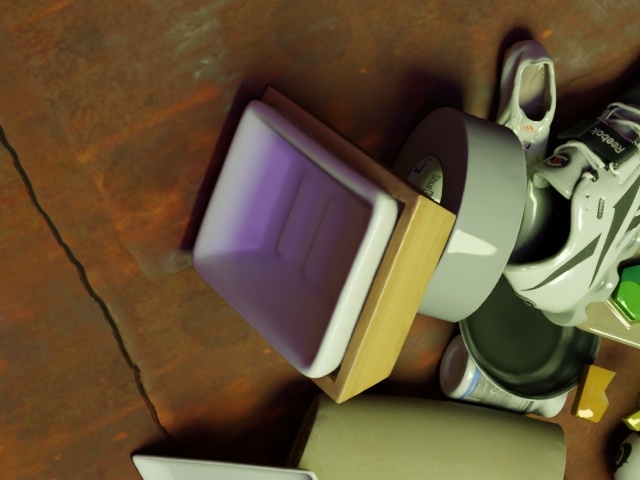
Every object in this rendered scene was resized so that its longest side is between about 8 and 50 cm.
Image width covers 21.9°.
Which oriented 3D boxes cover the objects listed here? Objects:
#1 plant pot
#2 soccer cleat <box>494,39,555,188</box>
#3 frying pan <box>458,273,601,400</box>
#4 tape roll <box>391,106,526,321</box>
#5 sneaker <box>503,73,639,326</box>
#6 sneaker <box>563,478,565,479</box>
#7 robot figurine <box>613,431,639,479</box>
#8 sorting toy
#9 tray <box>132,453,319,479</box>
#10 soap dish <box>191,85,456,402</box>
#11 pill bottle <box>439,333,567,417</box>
[{"bbox_3d":[0.102,0.281,1.884,0.274,0.256,0.257,21,106,-4],"label":"plant pot"},{"bbox_3d":[0.223,-0.122,1.813,0.068,0.076,0.196,-5,114,-12],"label":"soccer cleat"},{"bbox_3d":[0.281,0.053,1.911,0.326,0.053,0.197,-35,97,-29],"label":"frying pan"},{"bbox_3d":[0.133,-0.027,1.751,0.072,0.219,0.219,16,108,-19],"label":"tape roll"},{"bbox_3d":[0.307,-0.074,1.792,0.146,0.122,0.331,32,87,-43],"label":"sneaker"},{"bbox_3d":[0.254,0.382,2.036,0.087,0.083,0.221,11,113,-26],"label":"sneaker"},{"bbox_3d":[0.485,0.251,1.989,0.278,0.173,0.209,-37,113,3],"label":"robot figurine"},{"bbox_3d":[0.402,0.075,1.888,0.229,0.041,0.307,19,84,-13],"label":"sorting toy"},{"bbox_3d":[-0.081,0.295,1.851,0.030,0.270,0.145,-48,124,-40],"label":"tray"},{"bbox_3d":[0.000,0.000,1.706,0.118,0.291,0.229,8,111,-38],"label":"soap dish"},{"bbox_3d":[0.216,0.161,1.931,0.137,0.078,0.078,15,108,-20],"label":"pill bottle"}]
